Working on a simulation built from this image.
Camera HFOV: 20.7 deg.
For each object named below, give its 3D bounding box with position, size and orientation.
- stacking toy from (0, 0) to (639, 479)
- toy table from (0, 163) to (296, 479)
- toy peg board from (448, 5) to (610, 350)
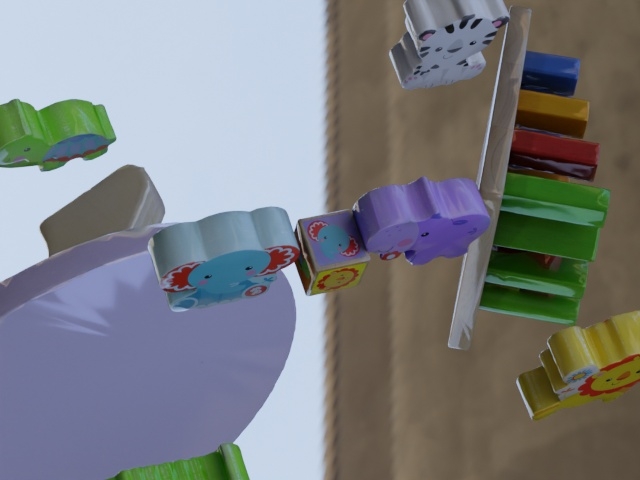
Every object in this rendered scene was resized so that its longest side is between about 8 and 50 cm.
[{"bbox_3d":[0.000,0.000,0.643,0.052,0.221,0.167,110,-37,-60],"label":"stacking toy"},{"bbox_3d":[-0.167,0.065,0.976,0.161,0.274,0.252,43,-28,48],"label":"toy table"},{"bbox_3d":[0.139,-0.033,1.114,0.161,0.079,0.160,96,6,-52],"label":"toy peg board"}]
